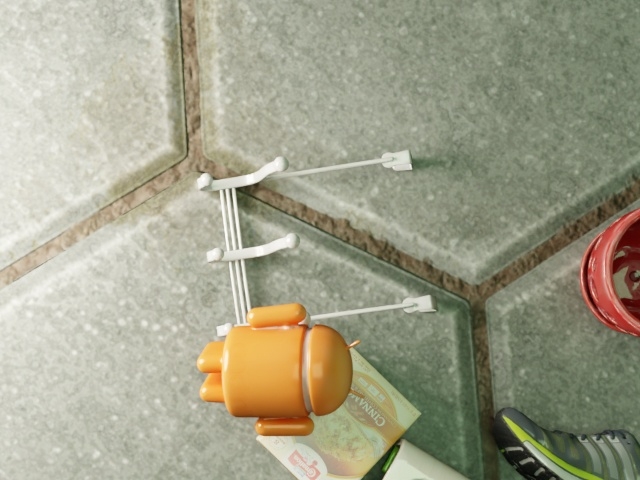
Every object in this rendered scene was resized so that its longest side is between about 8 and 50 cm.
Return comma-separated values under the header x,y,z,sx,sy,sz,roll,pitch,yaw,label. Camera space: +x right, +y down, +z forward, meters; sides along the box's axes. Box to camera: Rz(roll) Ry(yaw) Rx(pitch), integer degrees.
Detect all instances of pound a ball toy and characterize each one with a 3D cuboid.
x,y,z,sx,sy,sz,roll,pitch,yaw,label
0.196,0.444,1.721,0.319,0.136,0.208,32,80,-1,pound a ball toy

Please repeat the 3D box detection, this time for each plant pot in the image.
x,y,z,sx,sy,sz,roll,pitch,yaw,label
0.469,0.052,1.783,0.191,0.174,0.191,1,82,-7,plant pot

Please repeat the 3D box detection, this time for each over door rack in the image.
x,y,z,sx,sy,sz,roll,pitch,yaw,label
0.000,0.000,1.774,0.324,0.108,0.239,-7,84,-7,over door rack

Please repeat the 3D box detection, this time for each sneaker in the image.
x,y,z,sx,sy,sz,roll,pitch,yaw,label
0.382,0.313,1.785,0.300,0.111,0.121,31,70,-7,sneaker

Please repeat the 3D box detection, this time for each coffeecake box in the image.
x,y,z,sx,sy,sz,roll,pitch,yaw,label
0.024,0.262,1.760,0.142,0.068,0.185,44,81,1,coffeecake box

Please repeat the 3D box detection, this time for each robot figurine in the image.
x,y,z,sx,sy,sz,roll,pitch,yaw,label
-0.052,0.177,1.679,0.220,0.128,0.158,-2,67,9,robot figurine
